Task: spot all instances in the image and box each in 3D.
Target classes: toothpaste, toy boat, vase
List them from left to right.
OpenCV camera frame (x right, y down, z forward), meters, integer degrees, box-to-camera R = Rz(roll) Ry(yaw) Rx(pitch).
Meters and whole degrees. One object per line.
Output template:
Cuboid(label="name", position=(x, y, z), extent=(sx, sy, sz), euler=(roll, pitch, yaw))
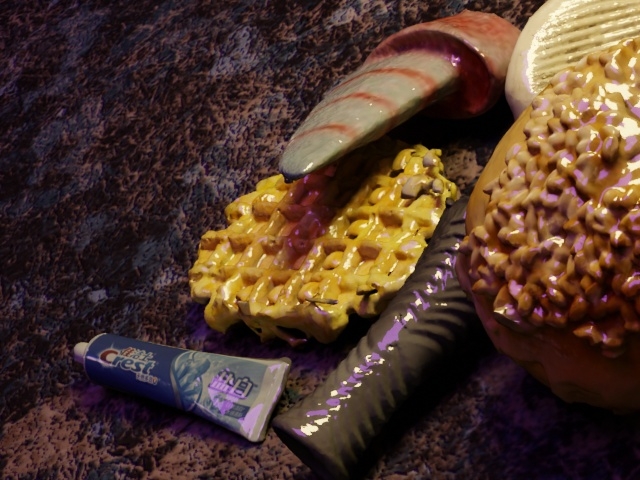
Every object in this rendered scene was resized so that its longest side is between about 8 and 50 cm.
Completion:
Cuboid(label="toothpaste", position=(-0.130, 0.120, 1.736), extent=(0.268, 0.047, 0.069), euler=(10, 39, 44))
Cuboid(label="toy boat", position=(0.047, -0.114, 1.771), extent=(0.206, 0.096, 0.282), euler=(0, 29, 47))
Cuboid(label="vase", position=(0.066, 0.084, 1.557), extent=(0.237, 0.115, 0.115), euler=(-46, 34, -14))

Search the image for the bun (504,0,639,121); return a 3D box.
Cuboid(label="bun", position=(0.245, -0.126, 1.666), extent=(0.183, 0.102, 0.183), euler=(-1, 62, 2))

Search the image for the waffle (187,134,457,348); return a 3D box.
Cuboid(label="waffle", position=(0.002, 0.002, 1.759), extent=(0.262, 0.060, 0.280), euler=(-30, 31, 10))

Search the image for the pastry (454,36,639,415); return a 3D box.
Cuboid(label="pastry", position=(0.241, -0.029, 1.411), extent=(0.315, 0.184, 0.284), euler=(-29, 54, 7))
